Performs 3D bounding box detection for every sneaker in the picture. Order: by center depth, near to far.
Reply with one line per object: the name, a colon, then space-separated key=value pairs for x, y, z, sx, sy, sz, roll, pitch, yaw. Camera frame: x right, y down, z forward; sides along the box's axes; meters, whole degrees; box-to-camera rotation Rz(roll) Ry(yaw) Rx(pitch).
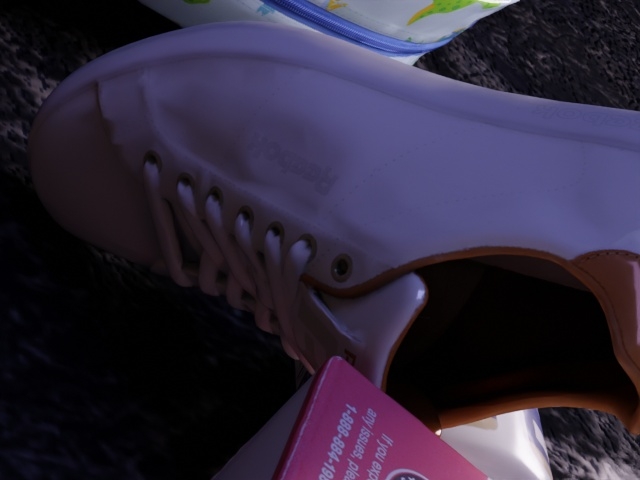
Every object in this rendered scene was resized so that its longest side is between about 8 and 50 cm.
sneaker: x=0.000 y=0.000 z=0.641 sx=0.123 sy=0.290 sz=0.106 roll=-55 pitch=142 yaw=-40

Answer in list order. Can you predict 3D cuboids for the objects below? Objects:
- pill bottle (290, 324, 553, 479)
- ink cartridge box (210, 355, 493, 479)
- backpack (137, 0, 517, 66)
pill bottle: x=0.035 y=0.055 z=0.726 sx=0.094 sy=0.094 sz=0.169 roll=29 pitch=31 yaw=-24
ink cartridge box: x=0.059 y=0.199 z=0.535 sx=0.283 sy=0.117 sz=0.207 roll=39 pitch=28 yaw=-8
backpack: x=-0.035 y=-0.218 z=0.873 sx=0.355 sy=0.273 sz=0.290 roll=51 pitch=19 yaw=-42
